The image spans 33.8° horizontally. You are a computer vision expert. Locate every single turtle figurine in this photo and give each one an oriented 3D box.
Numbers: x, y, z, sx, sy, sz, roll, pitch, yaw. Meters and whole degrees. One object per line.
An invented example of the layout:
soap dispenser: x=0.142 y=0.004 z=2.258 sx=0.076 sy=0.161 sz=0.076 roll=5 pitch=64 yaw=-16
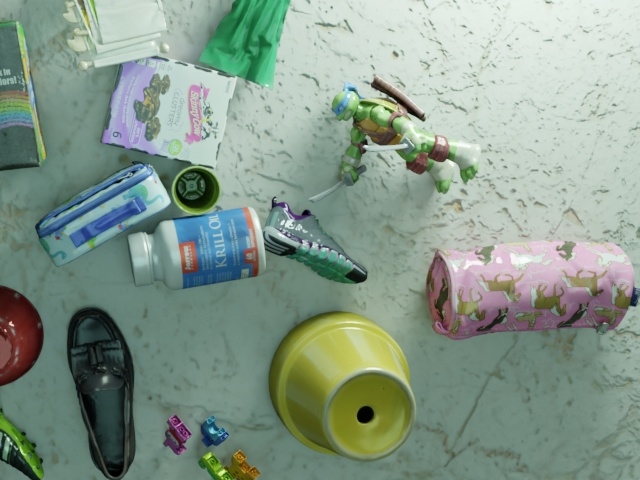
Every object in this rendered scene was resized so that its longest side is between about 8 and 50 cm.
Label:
turtle figurine: x=0.128 y=-0.134 z=1.829 sx=0.266 sy=0.274 sz=0.197 roll=19 pitch=127 yaw=-20

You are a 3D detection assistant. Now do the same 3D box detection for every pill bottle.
pill bottle: x=-0.213 y=0.018 z=1.799 sx=0.222 sy=0.124 sz=0.124 roll=-10 pitch=101 yaw=-13

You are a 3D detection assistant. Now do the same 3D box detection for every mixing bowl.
mixing bowl: x=-0.553 y=0.170 z=1.752 sx=0.182 sy=0.098 sz=0.181 roll=-2 pitch=99 yaw=-15

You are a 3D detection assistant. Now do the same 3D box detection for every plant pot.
plant pot: x=-0.217 y=-0.089 z=1.805 sx=0.083 sy=0.079 sz=0.083 roll=-2 pitch=99 yaw=-13
plant pot: x=0.052 y=0.271 z=1.845 sx=0.254 sy=0.239 sz=0.253 roll=-2 pitch=99 yaw=-13

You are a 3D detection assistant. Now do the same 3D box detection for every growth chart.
growth chart: x=-0.336 y=-0.394 z=1.722 sx=0.172 sy=0.021 sz=0.237 roll=-6 pitch=78 yaw=-10

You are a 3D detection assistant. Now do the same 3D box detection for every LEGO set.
LEGO set: x=-0.186 y=0.406 z=1.884 sx=0.227 sy=0.093 sz=0.087 roll=49 pitch=47 yaw=10

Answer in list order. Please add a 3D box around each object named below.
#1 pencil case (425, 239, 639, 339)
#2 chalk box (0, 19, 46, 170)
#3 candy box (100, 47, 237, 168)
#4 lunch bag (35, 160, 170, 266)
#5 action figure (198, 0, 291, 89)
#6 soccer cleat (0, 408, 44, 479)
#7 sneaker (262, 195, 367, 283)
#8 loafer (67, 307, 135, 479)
pencil case: x=0.384 y=0.092 z=1.945 sx=0.386 sy=0.167 sz=0.160 roll=-1 pitch=131 yaw=-14
chalk box: x=-0.545 y=-0.252 z=1.651 sx=0.180 sy=0.179 sz=0.288 roll=-8 pitch=99 yaw=-12
candy box: x=-0.257 y=-0.222 z=1.780 sx=0.196 sy=0.070 sz=0.164 roll=12 pitch=94 yaw=-15
lunch bag: x=-0.357 y=-0.045 z=1.727 sx=0.219 sy=0.176 sz=0.090 roll=-31 pitch=104 yaw=-7
action figure: x=-0.105 y=-0.390 z=1.797 sx=0.137 sy=0.063 sz=0.232 roll=20 pitch=97 yaw=-14
soccer cleat: x=-0.546 y=0.349 z=1.805 sx=0.072 sy=0.060 sz=0.179 roll=-37 pitch=99 yaw=4
sneaker: x=0.000 y=0.000 z=1.877 sx=0.224 sy=0.083 sz=0.098 roll=26 pitch=63 yaw=-28
loafer: x=-0.368 y=0.267 z=1.812 sx=0.109 sy=0.095 sz=0.302 roll=-10 pitch=101 yaw=-13
